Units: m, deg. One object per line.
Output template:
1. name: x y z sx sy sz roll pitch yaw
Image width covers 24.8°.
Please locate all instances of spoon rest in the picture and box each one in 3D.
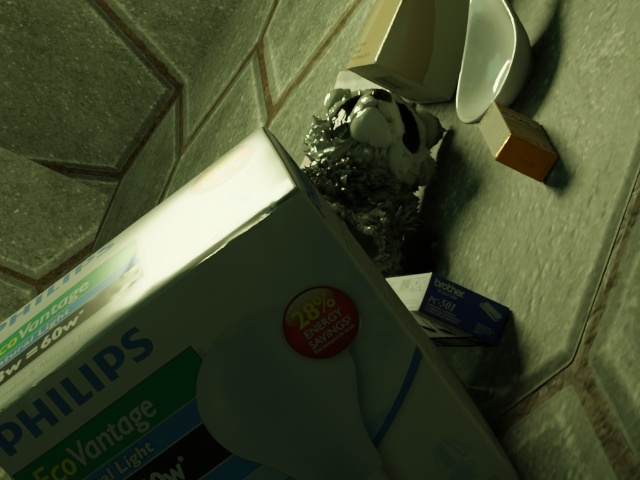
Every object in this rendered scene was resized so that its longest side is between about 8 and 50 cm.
1. spoon rest: 0.216 -0.262 1.758 0.137 0.084 0.276 -39 30 58

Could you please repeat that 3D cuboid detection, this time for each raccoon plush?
1. raccoon plush: 0.000 0.000 1.880 0.446 0.216 0.299 -53 12 37

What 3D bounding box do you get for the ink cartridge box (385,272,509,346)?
1. ink cartridge box: 0.112 0.077 1.571 0.046 0.097 0.207 -69 17 -11

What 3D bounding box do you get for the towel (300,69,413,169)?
1. towel: 0.029 -0.122 2.203 0.317 0.053 0.332 -66 15 -3

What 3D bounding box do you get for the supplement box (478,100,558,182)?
1. supplement box: 0.214 -0.108 1.579 0.036 0.062 0.098 -60 18 21

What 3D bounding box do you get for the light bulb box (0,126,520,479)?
1. light bulb box: -0.073 0.156 1.362 0.358 0.361 0.225 -37 20 3

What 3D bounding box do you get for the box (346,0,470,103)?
1. box: 0.165 -0.351 1.976 0.311 0.121 0.148 -67 15 -5
